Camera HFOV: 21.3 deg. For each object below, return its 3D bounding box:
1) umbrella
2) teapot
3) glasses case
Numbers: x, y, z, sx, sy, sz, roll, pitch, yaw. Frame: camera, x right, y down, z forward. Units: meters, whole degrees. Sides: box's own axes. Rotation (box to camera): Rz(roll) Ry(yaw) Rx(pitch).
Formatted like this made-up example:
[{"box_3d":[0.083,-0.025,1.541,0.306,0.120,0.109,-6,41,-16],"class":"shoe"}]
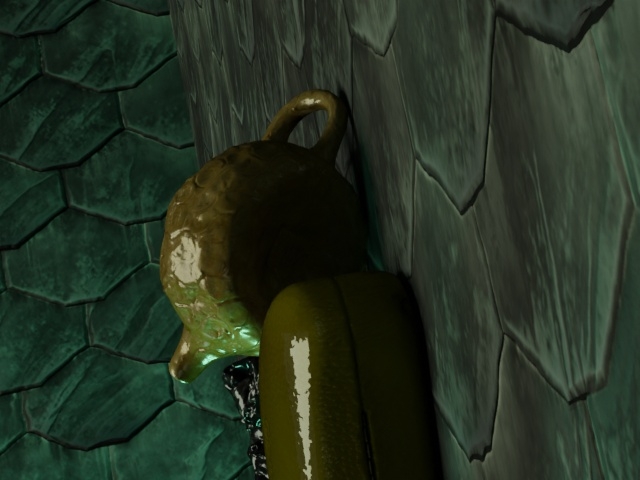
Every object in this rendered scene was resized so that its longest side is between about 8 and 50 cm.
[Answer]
[{"box_3d":[-0.071,0.311,2.614,0.122,0.110,0.272,104,151,-72],"class":"umbrella"},{"box_3d":[-0.066,-0.007,1.625,0.167,0.203,0.311,11,75,50],"class":"teapot"},{"box_3d":[0.025,0.208,1.526,0.173,0.141,0.371,-123,24,-74],"class":"glasses case"}]
